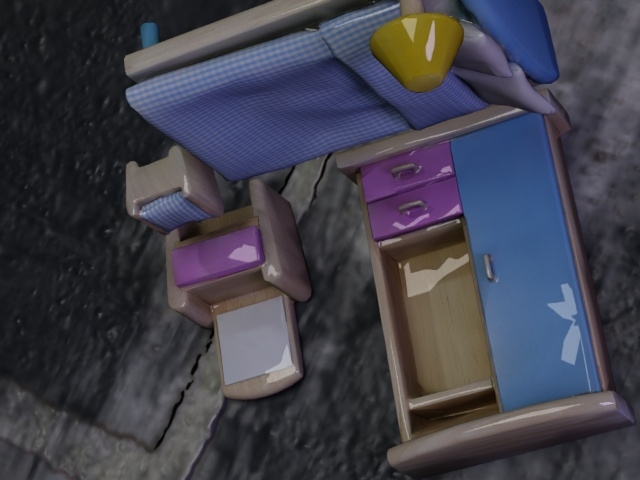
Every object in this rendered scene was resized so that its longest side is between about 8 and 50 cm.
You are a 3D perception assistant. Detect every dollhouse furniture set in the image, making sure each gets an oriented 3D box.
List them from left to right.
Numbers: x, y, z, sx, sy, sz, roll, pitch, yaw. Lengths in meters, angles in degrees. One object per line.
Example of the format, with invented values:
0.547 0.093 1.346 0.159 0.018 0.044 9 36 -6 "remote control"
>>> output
0.000 0.000 1.007 0.286 0.303 0.198 -17 66 19 "dollhouse furniture set"
